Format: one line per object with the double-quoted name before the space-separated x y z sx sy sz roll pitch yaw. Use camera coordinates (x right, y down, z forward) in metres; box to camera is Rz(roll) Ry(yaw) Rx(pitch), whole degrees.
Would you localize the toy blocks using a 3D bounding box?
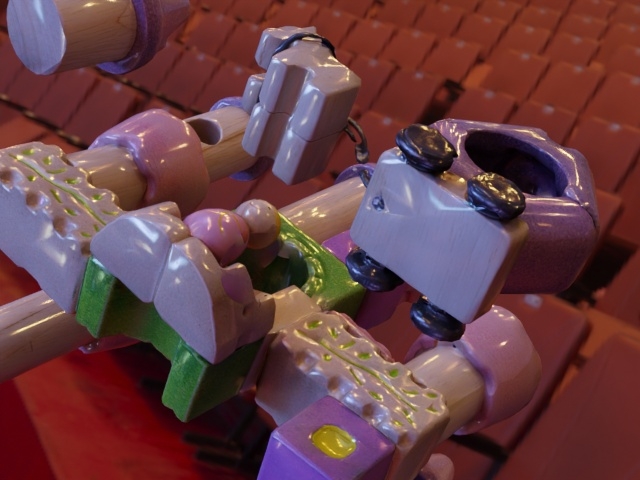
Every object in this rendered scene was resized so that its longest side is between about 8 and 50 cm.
"toy blocks" 0.000 0.000 0.561 0.288 0.309 0.260 39 37 23
